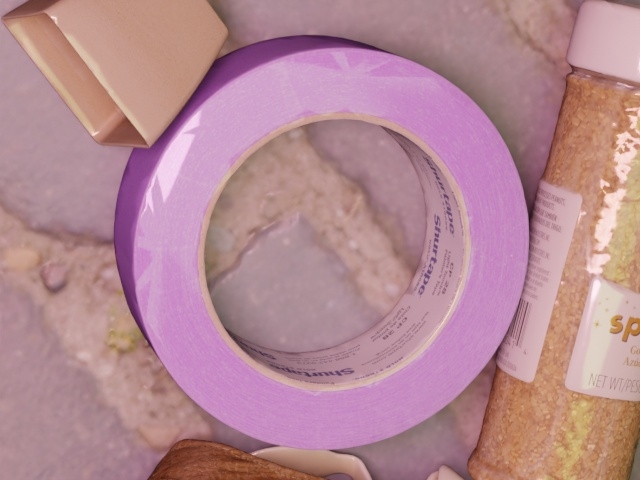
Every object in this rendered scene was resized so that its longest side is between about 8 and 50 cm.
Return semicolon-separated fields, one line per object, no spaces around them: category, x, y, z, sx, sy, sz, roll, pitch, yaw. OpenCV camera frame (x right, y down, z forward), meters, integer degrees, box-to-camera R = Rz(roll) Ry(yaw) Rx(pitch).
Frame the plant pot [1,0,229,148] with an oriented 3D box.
plant pot;-0.126;-0.133;1.265;0.096;0.109;0.109;-42;109;-16

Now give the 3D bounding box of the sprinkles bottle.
sprinkles bottle;0.200;0.013;1.371;0.121;0.121;0.355;11;99;-17

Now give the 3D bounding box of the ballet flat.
ballet flat;0.038;0.206;1.363;0.342;0.124;0.116;13;129;-5

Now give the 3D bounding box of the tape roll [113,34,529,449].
tape roll;0.000;0.000;1.331;0.274;0.090;0.275;-3;102;-15
